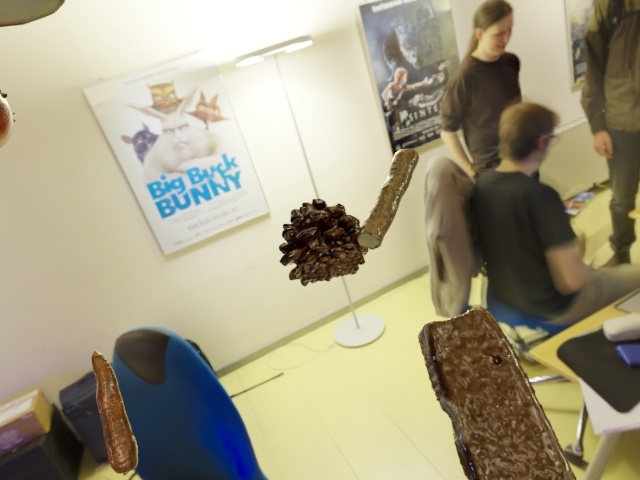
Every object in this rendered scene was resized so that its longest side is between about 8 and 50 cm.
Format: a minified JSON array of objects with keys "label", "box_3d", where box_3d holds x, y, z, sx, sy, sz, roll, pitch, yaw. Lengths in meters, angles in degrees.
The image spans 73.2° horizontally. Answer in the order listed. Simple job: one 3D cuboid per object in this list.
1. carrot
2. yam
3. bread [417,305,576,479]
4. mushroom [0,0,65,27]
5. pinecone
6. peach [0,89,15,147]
[{"label":"carrot","box_3d":[-0.275,0.224,0.569,0.036,0.164,0.035,-22,-14,-6]},{"label":"yam","box_3d":[0.150,-0.095,0.939,0.061,0.061,0.252,2,56,43]},{"label":"bread","box_3d":[0.222,0.279,0.463,0.113,0.165,0.416,-23,63,12]},{"label":"mushroom","box_3d":[-0.384,-0.314,0.398,0.267,0.163,0.189,-19,3,-11]},{"label":"pinecone","box_3d":[0.000,0.000,1.027,0.222,0.221,0.221,-16,20,6]},{"label":"peach","box_3d":[-0.382,-0.133,0.464,0.098,0.098,0.061,-26,49,-22]}]
